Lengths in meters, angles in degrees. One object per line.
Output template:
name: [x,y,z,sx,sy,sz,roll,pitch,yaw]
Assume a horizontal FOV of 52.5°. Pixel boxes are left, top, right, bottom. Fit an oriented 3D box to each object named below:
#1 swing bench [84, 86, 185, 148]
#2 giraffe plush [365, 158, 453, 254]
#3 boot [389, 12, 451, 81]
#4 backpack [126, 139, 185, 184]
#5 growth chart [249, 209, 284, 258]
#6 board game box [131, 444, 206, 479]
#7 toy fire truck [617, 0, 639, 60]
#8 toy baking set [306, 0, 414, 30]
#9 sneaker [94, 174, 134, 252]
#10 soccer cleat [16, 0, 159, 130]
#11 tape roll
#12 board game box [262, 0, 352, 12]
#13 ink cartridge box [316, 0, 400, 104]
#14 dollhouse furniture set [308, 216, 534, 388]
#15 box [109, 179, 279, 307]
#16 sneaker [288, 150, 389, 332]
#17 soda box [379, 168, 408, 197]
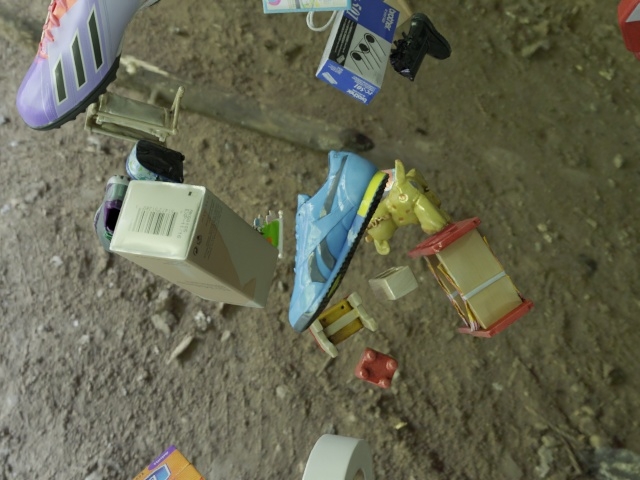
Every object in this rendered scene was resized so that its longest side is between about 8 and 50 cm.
swing bench: [-0.574,-0.387,1.984,0.253,0.255,0.165,12,74,-22]
giraffe plush: [0.171,-0.060,1.463,0.210,0.170,0.181,22,36,-56]
boot: [0.175,-0.325,1.135,0.045,0.099,0.121,16,-13,44]
backpack: [-0.367,-0.158,1.424,0.114,0.084,0.105,24,40,-32]
growth chart: [-0.180,0.014,1.869,0.021,0.172,0.237,14,29,35]
board game box: [-0.320,0.741,1.425,0.356,0.356,0.356,-40,105,-22]
toy fire truck: [0.625,-0.350,1.028,0.302,0.254,0.169,0,76,5]
toy baking set: [0.070,-0.476,1.270,0.256,0.196,0.030,24,2,-24]
sneaker: [-0.433,-0.031,1.345,0.083,0.223,0.098,12,47,-12]
soccer cleat: [-0.266,-0.272,0.746,0.109,0.318,0.116,40,3,27]
tape roll: [0.041,0.614,1.551,0.100,0.286,0.286,4,38,20]
board game box: [-0.019,-0.333,0.715,0.103,0.154,0.026,0,37,7]
ink cartridge box: [0.065,-0.324,1.063,0.097,0.046,0.207,27,53,-14]
dollhouse furniture set: [0.177,0.133,1.210,0.374,0.152,0.201,-32,91,-9]
box: [-0.200,0.016,1.114,0.148,0.311,0.121,6,73,22]
sneaker: [0.000,0.000,0.732,0.082,0.209,0.069,25,9,9]
soda box: [0.140,-0.143,1.690,0.063,0.183,0.058,17,70,-57]
